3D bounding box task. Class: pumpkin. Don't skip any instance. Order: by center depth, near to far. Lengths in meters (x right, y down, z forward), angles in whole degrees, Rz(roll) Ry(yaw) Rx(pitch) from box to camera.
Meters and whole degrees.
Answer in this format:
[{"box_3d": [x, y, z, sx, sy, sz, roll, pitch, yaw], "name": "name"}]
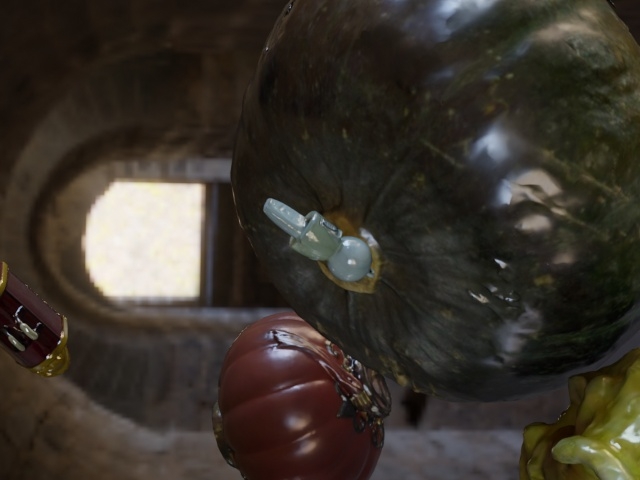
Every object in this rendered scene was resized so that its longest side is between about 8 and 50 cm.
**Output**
[{"box_3d": [0.128, -0.071, 1.312, 0.454, 0.344, 0.454, 34, 141, 33], "name": "pumpkin"}]

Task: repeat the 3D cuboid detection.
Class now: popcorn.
[{"box_3d": [0.267, 0.188, 1.189, 0.235, 0.217, 0.181, -31, 83, 54], "name": "popcorn"}]

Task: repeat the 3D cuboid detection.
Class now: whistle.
[{"box_3d": [0.000, 0.000, 1.064, 0.035, 0.100, 0.035, -51, 17, 21], "name": "whistle"}]

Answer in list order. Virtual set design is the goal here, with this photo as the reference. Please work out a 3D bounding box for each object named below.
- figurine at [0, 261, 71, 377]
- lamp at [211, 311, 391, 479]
[{"box_3d": [-0.359, 0.110, 1.733, 0.154, 0.082, 0.098, 47, 174, -26], "name": "figurine"}, {"box_3d": [-0.029, 0.256, 2.161, 0.303, 0.257, 0.303, 58, -162, -31], "name": "lamp"}]
